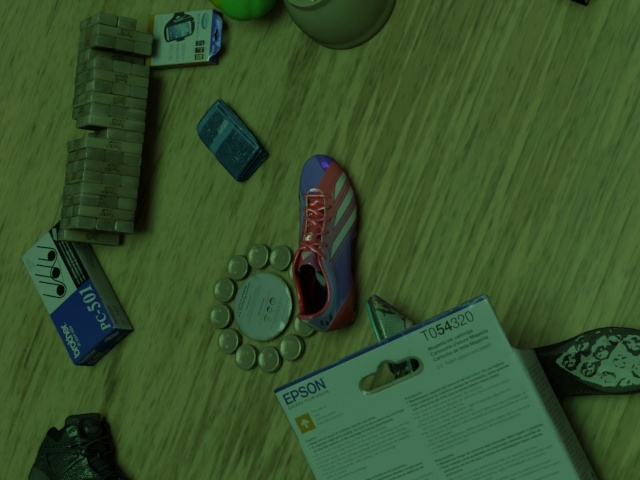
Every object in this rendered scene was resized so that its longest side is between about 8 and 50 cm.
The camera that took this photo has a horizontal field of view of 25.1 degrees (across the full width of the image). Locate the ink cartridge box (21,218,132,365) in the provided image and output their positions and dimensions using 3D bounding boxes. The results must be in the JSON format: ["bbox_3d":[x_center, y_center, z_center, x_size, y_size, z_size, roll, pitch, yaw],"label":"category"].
[{"bbox_3d":[-0.370,0.079,2.177,0.097,0.046,0.207,-41,64,21],"label":"ink cartridge box"}]

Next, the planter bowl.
[{"bbox_3d":[0.010,-0.355,1.975,0.162,0.109,0.162,-6,79,31],"label":"planter bowl"}]

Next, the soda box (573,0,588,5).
[{"bbox_3d":[0.341,-0.387,1.809,0.060,0.053,0.169,31,98,32],"label":"soda box"}]

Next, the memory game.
[{"bbox_3d":[-0.079,0.095,2.016,0.186,0.012,0.186,-5,80,31],"label":"memory game"}]

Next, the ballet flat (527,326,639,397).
[{"bbox_3d":[0.308,0.160,1.750,0.250,0.058,0.084,-14,71,24],"label":"ballet flat"}]

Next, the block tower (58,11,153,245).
[{"bbox_3d":[-0.319,-0.163,2.139,0.097,0.091,0.335,-3,80,63],"label":"block tower"}]

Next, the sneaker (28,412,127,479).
[{"bbox_3d":[-0.327,0.332,2.087,0.227,0.087,0.130,23,101,37],"label":"sneaker"}]

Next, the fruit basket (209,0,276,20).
[{"bbox_3d":[-0.180,-0.492,1.998,0.392,0.283,0.392,1,91,54],"label":"fruit basket"}]

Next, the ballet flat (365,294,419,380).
[{"bbox_3d":[0.121,0.171,1.855,0.079,0.077,0.221,-16,79,10],"label":"ballet flat"}]

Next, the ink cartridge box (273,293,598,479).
[{"bbox_3d":[0.150,0.266,1.764,0.324,0.071,0.330,-26,88,26],"label":"ink cartridge box"}]

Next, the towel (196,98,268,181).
[{"bbox_3d":[-0.131,-0.144,2.075,0.067,0.029,0.119,-49,62,17],"label":"towel"}]

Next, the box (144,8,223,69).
[{"bbox_3d":[-0.199,-0.300,2.143,0.136,0.028,0.081,1,83,29],"label":"box"}]

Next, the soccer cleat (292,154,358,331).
[{"bbox_3d":[0.000,0.000,1.933,0.083,0.095,0.248,-9,78,30],"label":"soccer cleat"}]
